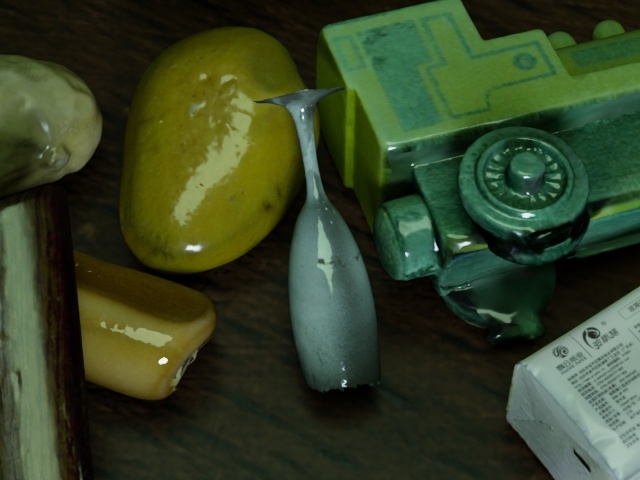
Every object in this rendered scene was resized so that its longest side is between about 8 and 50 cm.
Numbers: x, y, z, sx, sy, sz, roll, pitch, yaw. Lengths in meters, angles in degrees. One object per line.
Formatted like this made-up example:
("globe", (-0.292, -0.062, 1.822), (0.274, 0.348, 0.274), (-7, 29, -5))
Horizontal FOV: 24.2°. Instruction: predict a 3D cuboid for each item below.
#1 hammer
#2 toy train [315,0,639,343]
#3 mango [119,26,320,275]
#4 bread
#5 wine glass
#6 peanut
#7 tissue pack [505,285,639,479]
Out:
("hammer", (-0.164, 0.159, 0.873), (0.243, 0.095, 0.408), (-8, 74, -5))
("toy train", (0.198, -0.079, 1.045), (0.369, 0.150, 0.237), (-14, 55, -11))
("mango", (-0.077, -0.061, 1.053), (0.137, 0.098, 0.195), (23, 69, 9))
("bread", (-0.188, 0.043, 0.996), (0.239, 0.073, 0.092), (18, 21, 9))
("wine glass", (0.000, 0.000, 0.989), (0.066, 0.066, 0.198), (-8, 92, -6))
("peanut", (-0.287, -0.081, 1.052), (0.263, 0.101, 0.117), (2, 17, 1))
("tissue pack", (0.210, 0.097, 0.959), (0.149, 0.099, 0.106), (-29, 62, -17))
